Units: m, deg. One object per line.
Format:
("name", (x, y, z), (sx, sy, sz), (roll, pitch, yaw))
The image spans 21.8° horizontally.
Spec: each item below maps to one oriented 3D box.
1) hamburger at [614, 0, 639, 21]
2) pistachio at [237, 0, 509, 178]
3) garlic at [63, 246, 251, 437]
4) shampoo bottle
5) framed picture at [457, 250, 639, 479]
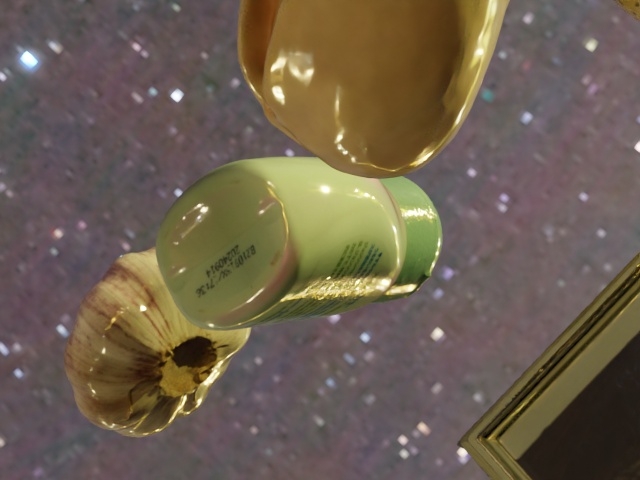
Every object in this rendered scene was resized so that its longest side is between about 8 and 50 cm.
("hamburger", (0.311, -0.234, 1.374), (0.175, 0.175, 0.137), (9, -69, -50))
("pistachio", (0.042, -0.172, 1.074), (0.187, 0.187, 0.299), (-19, -41, -35))
("garlic", (-0.230, 0.106, 2.054), (0.245, 0.253, 0.245), (-19, -58, -33))
("shampoo bottle", (0.000, 0.000, 1.713), (0.222, 0.151, 0.349), (-39, -19, 28))
("framed picture", (0.244, 0.089, 0.958), (0.293, 0.231, 0.018), (-48, -35, 7))
